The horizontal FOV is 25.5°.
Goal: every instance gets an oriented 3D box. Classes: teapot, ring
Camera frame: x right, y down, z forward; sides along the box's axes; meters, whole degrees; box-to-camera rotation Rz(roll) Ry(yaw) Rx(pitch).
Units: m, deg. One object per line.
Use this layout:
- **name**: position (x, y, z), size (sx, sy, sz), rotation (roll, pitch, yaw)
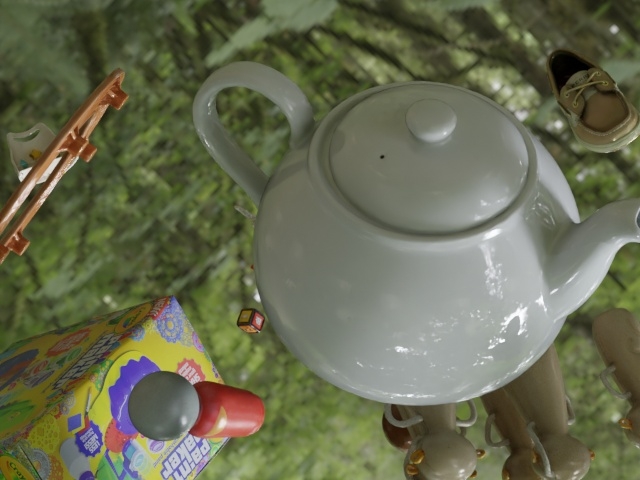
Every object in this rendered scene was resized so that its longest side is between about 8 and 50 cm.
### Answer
- **teapot**: position (0.064, -0.025, 0.986), size (0.256, 0.187, 0.252), rotation (-14, -130, -11)
- **ring**: position (-0.311, -0.050, 1.582), size (0.336, 0.032, 0.336), rotation (-53, -174, 8)

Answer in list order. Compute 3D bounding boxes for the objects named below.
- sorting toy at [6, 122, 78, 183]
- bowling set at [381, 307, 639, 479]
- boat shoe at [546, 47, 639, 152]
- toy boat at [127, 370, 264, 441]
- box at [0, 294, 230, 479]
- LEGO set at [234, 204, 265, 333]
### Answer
- **sorting toy**: position (-0.370, -0.117, 1.838), size (0.083, 0.075, 0.045), rotation (-22, 162, -25)
- **bowling set**: position (0.142, 0.160, 1.165), size (0.200, 0.287, 0.154), rotation (-55, -139, 46)
- **boat shoe**: position (0.204, -0.110, 1.087), size (0.050, 0.045, 0.135), rotation (-35, -152, 4)
- **toy boat**: position (-0.100, 0.279, 1.326), size (0.267, 0.148, 0.318), rotation (-28, -117, 36)
- **box**: position (-0.289, 0.230, 1.540), size (0.279, 0.177, 0.290), rotation (-17, -162, 35)
- **LEGO set**: position (0.000, 0.000, 1.517), size (0.244, 0.060, 0.182), rotation (-31, -137, 20)
